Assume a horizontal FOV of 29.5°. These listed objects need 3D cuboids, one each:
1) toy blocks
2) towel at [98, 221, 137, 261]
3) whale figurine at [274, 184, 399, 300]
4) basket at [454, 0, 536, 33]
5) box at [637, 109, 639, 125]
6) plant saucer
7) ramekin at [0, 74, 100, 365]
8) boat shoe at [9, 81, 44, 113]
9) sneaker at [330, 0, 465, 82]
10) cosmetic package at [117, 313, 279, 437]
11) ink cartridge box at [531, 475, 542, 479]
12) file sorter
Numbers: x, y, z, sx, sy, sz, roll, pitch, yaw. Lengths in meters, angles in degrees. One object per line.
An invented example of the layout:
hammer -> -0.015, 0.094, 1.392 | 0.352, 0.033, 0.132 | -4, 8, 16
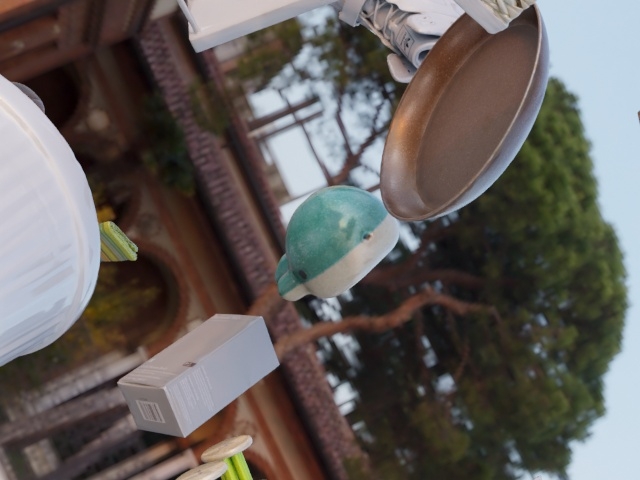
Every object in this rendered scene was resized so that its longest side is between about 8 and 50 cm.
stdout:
toy blocks -> -0.076, 0.273, 1.148 | 0.148, 0.054, 0.123 | 70, 20, -5
towel -> -0.383, 0.000, 1.705 | 0.102, 0.237, 0.021 | 63, 29, -59
whale figurine -> 0.000, 0.000, 1.855 | 0.141, 0.216, 0.272 | 52, -23, -10
basket -> 0.151, -0.298, 1.136 | 0.167, 0.113, 0.103 | 36, -44, -26
box -> 0.487, -0.122, 1.635 | 0.137, 0.027, 0.094 | 39, 26, -9
plant saucer -> 0.179, -0.156, 1.470 | 0.050, 0.310, 0.310 | 27, 1, -21
ramekin -> -0.318, -0.003, 0.951 | 0.273, 0.127, 0.273 | 13, -58, 21
boat shoe -> -0.515, -0.134, 1.634 | 0.109, 0.302, 0.098 | 53, -46, 13
sneaker -> 0.113, -0.403, 2.117 | 0.210, 0.366, 0.137 | -86, -164, -45
cosmetic package -> -0.196, 0.217, 1.991 | 0.127, 0.238, 0.107 | -1, -63, 42
ink cartridge box -> 0.235, 0.494, 1.754 | 0.060, 0.239, 0.275 | 7, -76, 40
file sorter -> -0.085, -0.377, 1.304 | 0.173, 0.193, 0.277 | 60, 16, -44
